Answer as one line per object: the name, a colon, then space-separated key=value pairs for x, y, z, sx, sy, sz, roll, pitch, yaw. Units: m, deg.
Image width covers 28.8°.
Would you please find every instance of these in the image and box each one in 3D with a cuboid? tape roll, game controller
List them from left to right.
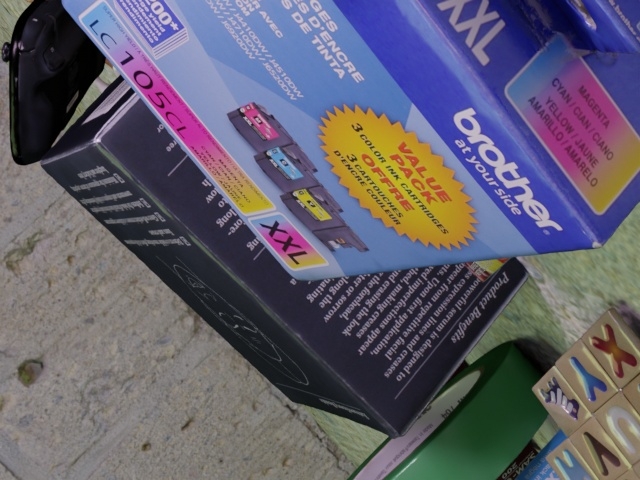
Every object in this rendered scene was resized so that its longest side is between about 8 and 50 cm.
game controller: x=-0.292 y=-0.208 z=1.393 sx=0.067 sy=0.167 sz=0.319 roll=15 pitch=-152 yaw=-3
tape roll: x=0.123 y=0.249 z=1.399 sx=0.077 sy=0.321 sz=0.321 roll=46 pitch=169 yaw=3

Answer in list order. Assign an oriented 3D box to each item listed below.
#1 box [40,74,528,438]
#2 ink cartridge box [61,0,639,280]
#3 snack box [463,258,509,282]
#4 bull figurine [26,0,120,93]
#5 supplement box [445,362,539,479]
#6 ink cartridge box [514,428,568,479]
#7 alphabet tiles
box: x=-0.046 y=-0.023 z=1.239 sx=0.395 sy=0.212 sz=0.293 roll=46 pitch=164 yaw=-16
ink cartridge box: x=0.040 y=-0.126 z=0.716 sx=0.270 sy=0.151 sz=0.395 roll=50 pitch=154 yaw=-15
snack box: x=0.097 y=-0.073 z=1.014 sx=0.207 sy=0.070 sz=0.174 roll=46 pitch=168 yaw=7
bull figurine: x=-0.312 y=-0.289 z=1.672 sx=0.188 sy=0.101 sz=0.310 roll=46 pitch=169 yaw=-11
supplement box: x=0.188 y=0.227 z=1.727 sx=0.239 sy=0.073 sz=0.130 roll=50 pitch=170 yaw=-15
ink cartridge box: x=0.374 y=0.338 z=1.287 sx=0.307 sy=0.129 sz=0.223 roll=36 pitch=165 yaw=42
alphabet tiles: x=0.318 y=0.231 z=1.068 sx=0.343 sy=0.011 sz=0.285 roll=55 pitch=151 yaw=17
